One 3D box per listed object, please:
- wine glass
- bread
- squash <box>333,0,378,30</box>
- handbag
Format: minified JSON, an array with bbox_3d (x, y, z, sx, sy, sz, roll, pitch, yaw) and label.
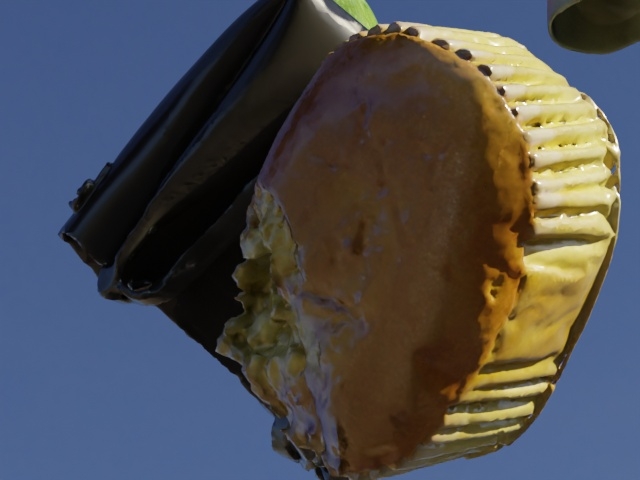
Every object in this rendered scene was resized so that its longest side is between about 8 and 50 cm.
[{"bbox_3d":[0.176,-0.201,1.296,0.073,0.155,0.073,-3,-31,-2],"label":"wine glass"},{"bbox_3d":[0.049,0.006,1.078,0.133,0.179,0.250,-8,-53,-53],"label":"bread"},{"bbox_3d":[0.033,-0.077,1.706,0.101,0.378,0.101,-11,-17,-4],"label":"squash"},{"bbox_3d":[0.000,0.000,1.329,0.257,0.285,0.113,-47,1,-10],"label":"handbag"}]
